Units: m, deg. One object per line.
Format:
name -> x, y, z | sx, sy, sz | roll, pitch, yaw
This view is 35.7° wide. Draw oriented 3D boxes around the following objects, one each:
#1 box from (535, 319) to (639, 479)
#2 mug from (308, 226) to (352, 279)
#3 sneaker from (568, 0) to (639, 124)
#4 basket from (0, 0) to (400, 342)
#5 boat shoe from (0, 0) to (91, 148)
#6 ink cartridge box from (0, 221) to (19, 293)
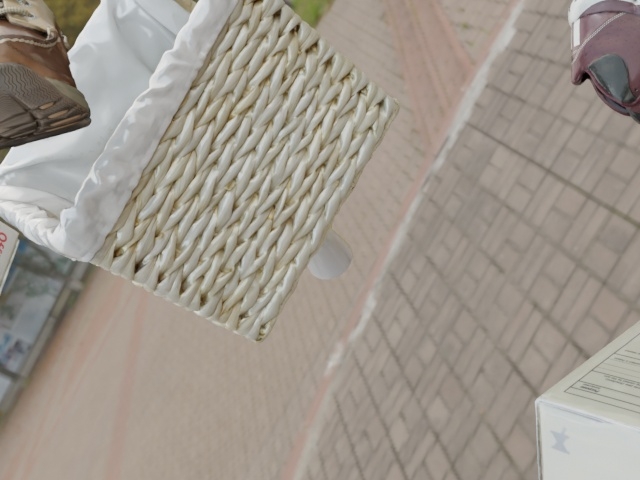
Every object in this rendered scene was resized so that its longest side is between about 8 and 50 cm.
box -> 0.290, 0.146, 0.758 | 0.149, 0.232, 0.126 | 13, 118, 44
mug -> -0.002, 0.003, 1.280 | 0.062, 0.064, 0.078 | -35, 51, 0
sneaker -> 0.448, -0.221, 1.240 | 0.106, 0.282, 0.162 | 31, -114, -70
basket -> -0.149, -0.098, 1.087 | 0.328, 0.266, 0.331 | 18, 76, 58
boat shoe -> -0.248, -0.133, 0.762 | 0.324, 0.123, 0.116 | -163, 58, -76
ink cartridge box -> -0.487, 0.009, 1.186 | 0.093, 0.212, 0.154 | -34, 34, 33
